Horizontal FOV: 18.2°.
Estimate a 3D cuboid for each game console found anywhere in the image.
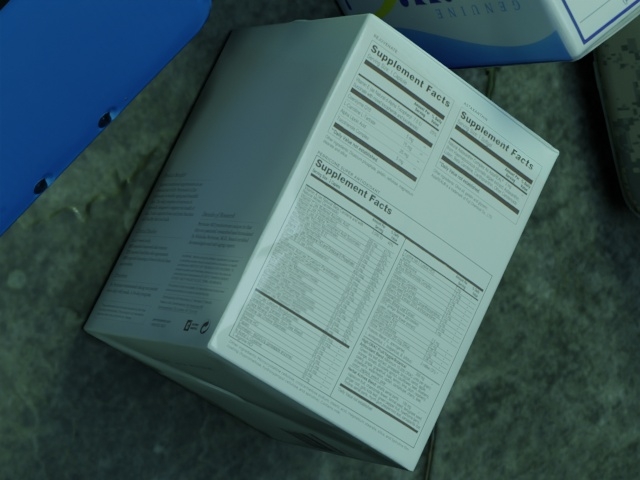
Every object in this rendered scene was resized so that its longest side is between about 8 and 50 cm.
[{"bbox_3d":[-0.262,-0.159,1.359,0.250,0.173,0.293,43,85,7],"label":"game console"}]

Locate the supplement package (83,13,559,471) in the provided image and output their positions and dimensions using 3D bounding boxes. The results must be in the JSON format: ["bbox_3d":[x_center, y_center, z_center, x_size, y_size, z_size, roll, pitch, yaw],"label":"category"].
[{"bbox_3d":[0.000,0.000,1.462,0.198,0.199,0.263,33,75,-29],"label":"supplement package"}]

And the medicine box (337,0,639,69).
[{"bbox_3d":[0.096,-0.284,1.474,0.149,0.263,0.289,-38,110,-24],"label":"medicine box"}]

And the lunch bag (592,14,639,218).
[{"bbox_3d":[0.379,-0.186,1.696,0.256,0.212,0.305,-27,107,-45],"label":"lunch bag"}]
